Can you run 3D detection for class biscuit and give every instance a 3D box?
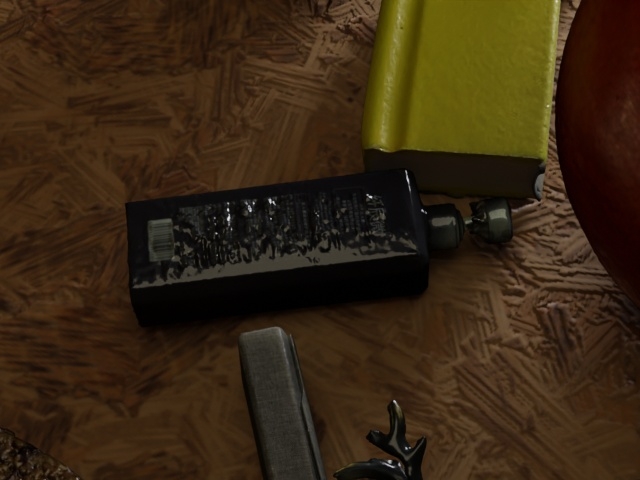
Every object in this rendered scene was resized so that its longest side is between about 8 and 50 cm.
[{"bbox_3d":[-0.246,0.177,1.200,0.199,0.034,0.064,28,65,20],"label":"biscuit"}]

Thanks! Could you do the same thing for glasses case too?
[{"bbox_3d":[-0.020,0.168,1.163,0.047,0.070,0.205,-11,57,-6],"label":"glasses case"}]

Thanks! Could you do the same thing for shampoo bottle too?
[{"bbox_3d":[0.000,0.001,1.266,0.310,0.071,0.098,-7,56,1],"label":"shampoo bottle"}]

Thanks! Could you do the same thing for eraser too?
[{"bbox_3d":[0.123,-0.143,1.347,0.158,0.069,0.226,4,58,10],"label":"eraser"}]

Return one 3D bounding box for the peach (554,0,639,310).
[{"bbox_3d":[0.340,-0.081,1.121,0.370,0.370,0.370,-3,57,4],"label":"peach"}]

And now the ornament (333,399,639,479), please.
[{"bbox_3d":[0.130,0.196,1.125,0.236,0.080,0.202,35,71,24],"label":"ornament"}]
